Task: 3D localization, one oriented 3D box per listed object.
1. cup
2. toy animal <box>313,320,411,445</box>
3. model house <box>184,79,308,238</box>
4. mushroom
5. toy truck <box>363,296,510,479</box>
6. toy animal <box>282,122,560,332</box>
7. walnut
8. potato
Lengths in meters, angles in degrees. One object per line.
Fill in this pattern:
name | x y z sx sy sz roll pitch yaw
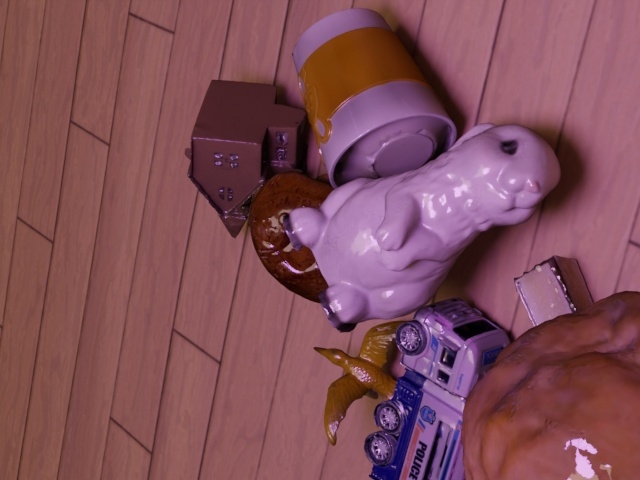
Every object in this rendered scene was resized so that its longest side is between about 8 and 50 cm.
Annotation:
cup | 0.062 -0.178 1.921 0.241 0.185 0.226 103 149 -58
toy animal | 0.056 0.200 1.996 0.155 0.095 0.219 18 69 46
model house | -0.111 -0.099 2.140 0.181 0.176 0.248 -79 -4 -49
mushroom | -0.007 0.003 1.997 0.231 0.138 0.194 13 104 25
toy truck | 0.172 0.225 1.859 0.155 0.124 0.268 31 118 35
toy animal | 0.147 -0.032 1.774 0.357 0.258 0.194 -30 88 16
walnut | 0.331 0.237 1.479 0.383 0.383 0.384 6 98 48
potato | 0.305 0.088 1.740 0.086 0.061 0.122 -36 69 44
